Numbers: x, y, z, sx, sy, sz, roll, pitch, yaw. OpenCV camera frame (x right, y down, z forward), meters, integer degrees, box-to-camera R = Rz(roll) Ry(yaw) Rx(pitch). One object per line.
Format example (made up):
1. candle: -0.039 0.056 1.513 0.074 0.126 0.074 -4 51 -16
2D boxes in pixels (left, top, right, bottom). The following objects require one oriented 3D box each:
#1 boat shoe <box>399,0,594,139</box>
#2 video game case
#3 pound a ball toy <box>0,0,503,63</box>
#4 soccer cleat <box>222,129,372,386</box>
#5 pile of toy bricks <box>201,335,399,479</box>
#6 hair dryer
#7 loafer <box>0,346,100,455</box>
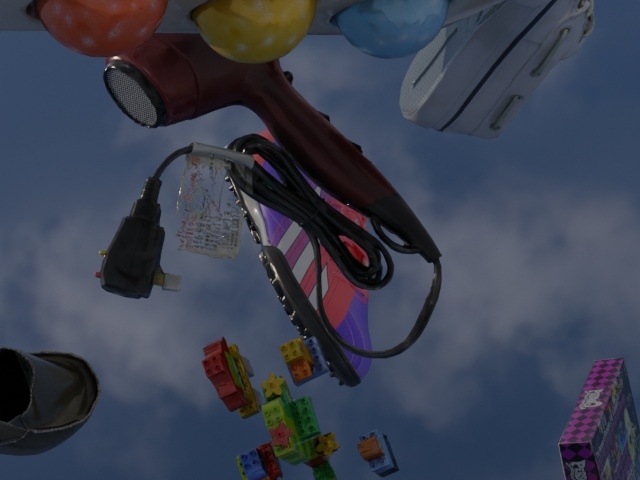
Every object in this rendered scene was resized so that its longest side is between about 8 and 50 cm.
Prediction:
1. boat shoe: 0.131 -0.145 1.064 0.076 0.226 0.083 17 -126 -20
2. video game case: 0.315 0.266 1.866 0.042 0.210 0.232 -7 -164 21
3. pound a ball toy: -0.029 -0.148 0.685 0.319 0.208 0.135 -6 -99 -41
4. soccer cleat: 0.000 0.000 1.607 0.116 0.108 0.318 -25 -135 0
5. pile of toy bricks: -0.020 0.156 1.354 0.118 0.105 0.212 -26 -115 11
6. hair dryer: -0.031 -0.078 1.090 0.224 0.080 0.293 12 -105 -25
7. loafer: -0.283 0.149 1.596 0.251 0.087 0.094 -10 -109 -58
